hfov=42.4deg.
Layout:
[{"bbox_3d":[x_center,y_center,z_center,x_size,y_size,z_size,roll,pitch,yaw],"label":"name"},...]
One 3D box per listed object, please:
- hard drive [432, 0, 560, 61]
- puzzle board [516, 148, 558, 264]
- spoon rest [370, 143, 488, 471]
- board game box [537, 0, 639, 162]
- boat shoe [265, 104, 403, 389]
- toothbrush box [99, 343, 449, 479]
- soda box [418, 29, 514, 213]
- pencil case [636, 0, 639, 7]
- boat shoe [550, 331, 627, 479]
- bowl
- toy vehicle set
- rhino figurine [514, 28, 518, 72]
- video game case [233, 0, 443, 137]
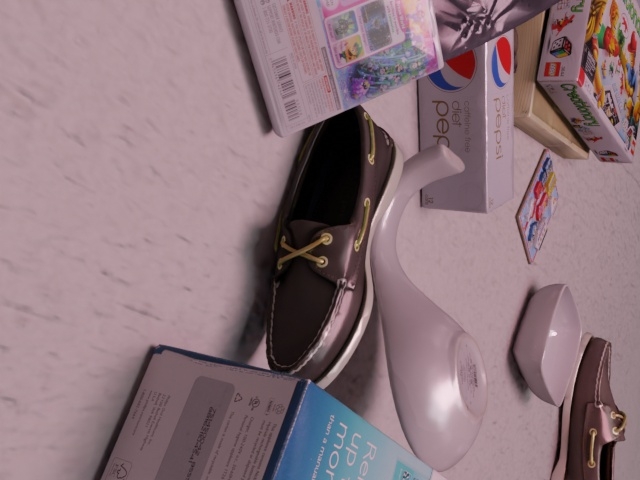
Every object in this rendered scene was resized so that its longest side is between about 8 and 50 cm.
[{"bbox_3d":[0.096,-0.236,0.653,0.254,0.054,0.172,-28,123,-22],"label":"hard drive"},{"bbox_3d":[0.297,-0.046,1.114,0.128,0.011,0.096,-60,140,-30],"label":"puzzle board"},{"bbox_3d":[0.090,0.058,0.718,0.137,0.084,0.276,28,57,-54],"label":"spoon rest"},{"bbox_3d":[0.365,-0.238,1.073,0.305,0.053,0.193,23,76,-56],"label":"board game box"},{"bbox_3d":[0.000,0.000,0.614,0.069,0.081,0.228,47,50,-46],"label":"boat shoe"},{"bbox_3d":[-0.027,0.230,0.573,0.295,0.126,0.216,48,57,-51],"label":"toothbrush box"},{"bbox_3d":[0.142,-0.139,0.802,0.069,0.073,0.216,-26,117,-51],"label":"soda box"},{"bbox_3d":[0.504,-0.404,1.257,0.113,0.124,0.273,-3,98,-56],"label":"pencil case"},{"bbox_3d":[0.438,0.313,1.322,0.116,0.096,0.325,16,83,-57],"label":"boat shoe"},{"bbox_3d":[0.309,0.139,1.132,0.142,0.053,0.142,-63,142,-26],"label":"bowl"},{"bbox_3d":[0.309,-0.212,1.076,0.267,0.035,0.166,12,86,-57],"label":"toy vehicle set"},{"bbox_3d":[0.187,-0.270,0.847,0.106,0.073,0.243,-7,103,-60],"label":"rhino figurine"},{"bbox_3d":[0.011,-0.169,0.581,0.143,0.019,0.157,-26,121,-15],"label":"video game case"}]
